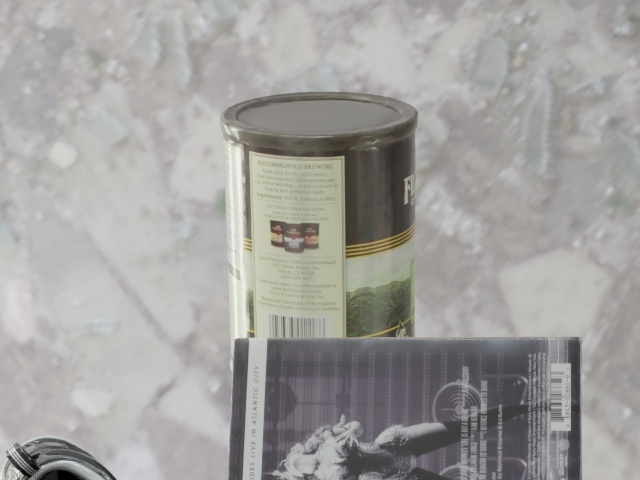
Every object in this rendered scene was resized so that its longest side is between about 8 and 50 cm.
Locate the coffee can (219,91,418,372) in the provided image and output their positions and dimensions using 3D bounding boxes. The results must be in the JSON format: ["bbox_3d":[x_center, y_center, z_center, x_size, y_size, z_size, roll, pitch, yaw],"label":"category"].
[{"bbox_3d":[0.000,0.000,1.720,0.201,0.201,0.275,9,110,28],"label":"coffee can"}]

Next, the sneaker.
[{"bbox_3d":[-0.151,0.257,1.227,0.268,0.101,0.153,50,171,6],"label":"sneaker"}]

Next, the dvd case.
[{"bbox_3d":[0.050,0.142,1.023,0.221,0.018,0.164,-1,76,12],"label":"dvd case"}]
